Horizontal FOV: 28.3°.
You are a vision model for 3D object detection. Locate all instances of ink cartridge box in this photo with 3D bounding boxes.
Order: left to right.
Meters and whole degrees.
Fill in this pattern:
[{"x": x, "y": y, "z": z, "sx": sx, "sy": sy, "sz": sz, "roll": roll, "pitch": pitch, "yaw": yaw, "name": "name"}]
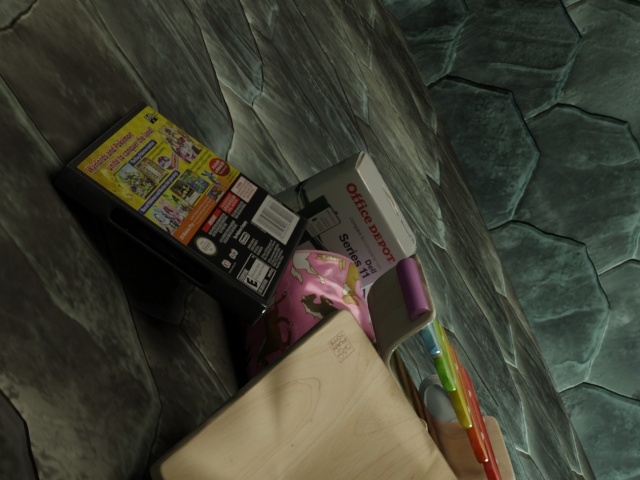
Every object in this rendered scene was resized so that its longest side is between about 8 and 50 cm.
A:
[{"x": 0.000, "y": 0.000, "z": 1.648, "sx": 0.153, "sy": 0.208, "sz": 0.087, "roll": 59, "pitch": 16, "yaw": -13, "name": "ink cartridge box"}]

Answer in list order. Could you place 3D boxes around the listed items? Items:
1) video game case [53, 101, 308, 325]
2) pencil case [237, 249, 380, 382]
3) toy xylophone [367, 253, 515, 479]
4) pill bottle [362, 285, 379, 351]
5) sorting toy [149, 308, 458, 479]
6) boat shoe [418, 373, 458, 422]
[{"x": -0.141, "y": -0.039, "z": 1.404, "sx": 0.248, "sy": 0.035, "sz": 0.275, "roll": 36, "pitch": 21, "yaw": -5, "name": "video game case"}, {"x": 0.012, "y": 0.192, "z": 1.471, "sx": 0.167, "sy": 0.160, "sz": 0.386, "roll": 40, "pitch": 27, "yaw": -53, "name": "pencil case"}, {"x": 0.141, "y": 0.187, "z": 1.464, "sx": 0.236, "sy": 0.081, "sz": 0.323, "roll": -104, "pitch": 168, "yaw": -45, "name": "toy xylophone"}, {"x": 0.026, "y": 0.133, "z": 1.700, "sx": 0.108, "sy": 0.108, "sz": 0.193, "roll": 57, "pitch": 17, "yaw": -21, "name": "pill bottle"}, {"x": -0.014, "y": 0.244, "z": 1.223, "sx": 0.257, "sy": 0.089, "sz": 0.255, "roll": -39, "pitch": 101, "yaw": -33, "name": "sorting toy"}, {"x": 0.219, "y": 0.325, "z": 2.056, "sx": 0.228, "sy": 0.079, "sz": 0.081, "roll": 68, "pitch": 12, "yaw": 8, "name": "boat shoe"}]
